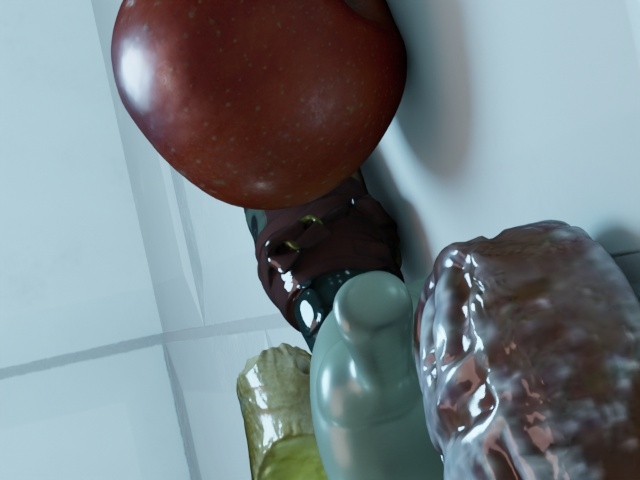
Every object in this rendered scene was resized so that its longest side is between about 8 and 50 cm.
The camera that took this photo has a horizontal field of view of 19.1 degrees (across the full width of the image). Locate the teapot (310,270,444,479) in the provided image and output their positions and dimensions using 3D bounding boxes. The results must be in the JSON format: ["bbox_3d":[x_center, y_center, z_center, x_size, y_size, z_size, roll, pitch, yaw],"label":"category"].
[{"bbox_3d":[0.063,0.132,1.499,0.318,0.149,0.220,-10,-95,-73],"label":"teapot"}]

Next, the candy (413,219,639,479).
[{"bbox_3d":[0.150,0.124,1.261,0.214,0.157,0.289,106,148,-51],"label":"candy"}]

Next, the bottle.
[{"bbox_3d":[0.000,0.000,1.797,0.143,0.156,0.271,-52,38,30],"label":"bottle"}]

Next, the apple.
[{"bbox_3d":[-0.047,-0.161,1.655,0.260,0.216,0.260,40,-154,-25],"label":"apple"}]

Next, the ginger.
[{"bbox_3d":[-0.021,0.239,2.173,0.221,0.130,0.276,-104,7,-64],"label":"ginger"}]
